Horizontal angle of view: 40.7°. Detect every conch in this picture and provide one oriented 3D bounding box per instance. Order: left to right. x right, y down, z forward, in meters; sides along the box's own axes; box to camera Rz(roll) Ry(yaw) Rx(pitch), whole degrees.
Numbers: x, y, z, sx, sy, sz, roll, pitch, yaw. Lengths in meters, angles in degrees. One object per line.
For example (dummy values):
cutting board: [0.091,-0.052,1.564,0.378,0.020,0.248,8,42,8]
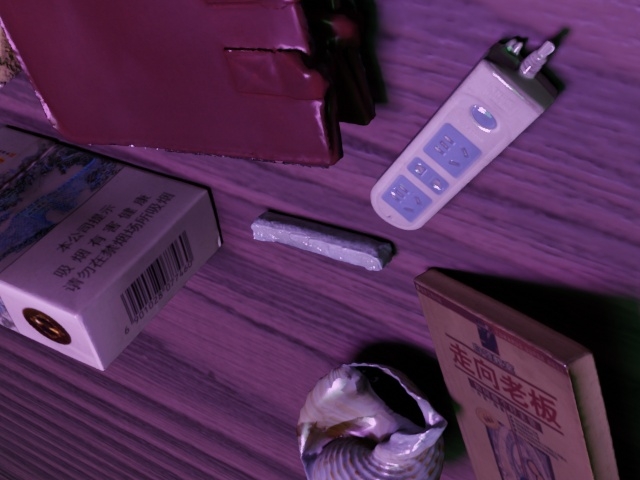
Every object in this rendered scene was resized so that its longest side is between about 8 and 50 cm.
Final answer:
conch: [0.046,0.170,0.731,0.135,0.102,0.153,44,110,15]

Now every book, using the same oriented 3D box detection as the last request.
book: [0.150,0.140,0.627,0.161,0.026,0.231,29,146,54]

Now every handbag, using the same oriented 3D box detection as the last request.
handbag: [-0.111,-0.174,0.552,0.275,0.084,0.260,7,130,35]

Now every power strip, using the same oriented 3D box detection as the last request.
power strip: [0.086,-0.061,0.535,0.047,0.030,0.191,41,142,0]

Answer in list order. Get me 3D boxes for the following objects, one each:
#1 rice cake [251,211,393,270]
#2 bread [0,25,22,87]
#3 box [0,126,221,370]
rice cake: [0.000,0.000,0.670,0.121,0.022,0.021,14,135,30]
bread: [-0.273,-0.180,0.685,0.084,0.080,0.109,2,129,36]
box: [-0.239,-0.005,0.754,0.256,0.164,0.069,18,138,27]
